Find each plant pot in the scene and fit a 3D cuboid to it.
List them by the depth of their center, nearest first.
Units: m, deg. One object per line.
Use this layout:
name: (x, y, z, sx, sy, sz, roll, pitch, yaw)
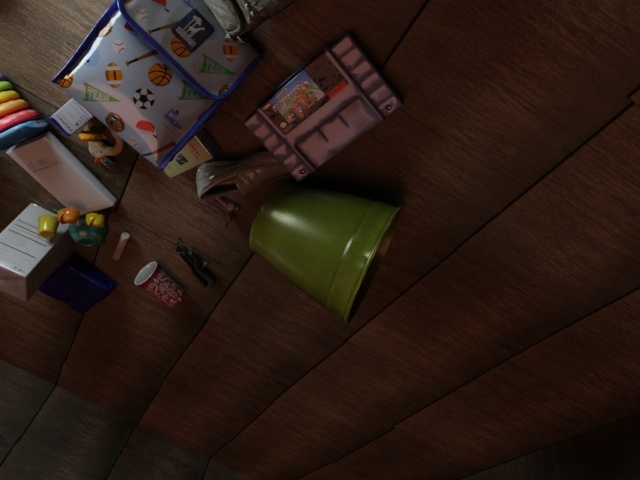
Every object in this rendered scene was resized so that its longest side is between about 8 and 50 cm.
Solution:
plant pot: (0.000, 0.000, 1.493, 0.353, 0.366, 0.366, 25, 136, 12)

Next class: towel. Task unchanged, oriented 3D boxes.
towel: (-1.023, 0.187, 2.179, 0.308, 0.076, 0.228, -29, 125, 36)

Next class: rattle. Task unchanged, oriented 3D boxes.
rattle: (-0.686, -0.270, 1.590, 0.130, 0.142, 0.199, 20, 132, -26)

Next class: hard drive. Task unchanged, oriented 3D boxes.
hard drive: (-0.865, -0.214, 1.739, 0.203, 0.040, 0.307, -11, 135, 27)

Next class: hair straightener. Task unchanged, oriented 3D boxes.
hair straightener: (-0.452, 0.078, 1.905, 0.089, 0.047, 0.230, -13, 122, 28)

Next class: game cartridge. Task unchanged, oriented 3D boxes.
game cartridge: (0.000, -0.328, 1.311, 0.355, 0.068, 0.230, -33, 120, 26)

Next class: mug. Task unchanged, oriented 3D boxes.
mug: (-0.622, 0.169, 2.019, 0.113, 0.150, 0.169, -40, 121, 2)

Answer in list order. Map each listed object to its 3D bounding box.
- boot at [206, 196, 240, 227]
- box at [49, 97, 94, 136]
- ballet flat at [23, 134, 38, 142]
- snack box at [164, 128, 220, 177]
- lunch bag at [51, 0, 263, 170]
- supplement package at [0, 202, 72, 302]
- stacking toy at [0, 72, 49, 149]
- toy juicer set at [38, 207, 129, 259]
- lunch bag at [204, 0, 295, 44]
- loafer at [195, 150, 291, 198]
boot: (-0.332, -0.104, 1.691, 0.114, 0.037, 0.106, 27, 121, -11)
box: (-0.684, -0.384, 1.486, 0.137, 0.126, 0.072, -20, 124, 33)
ballet flat: (-0.987, -0.365, 1.674, 0.173, 0.049, 0.057, 29, 112, -17)
snack box: (-0.463, -0.344, 1.494, 0.187, 0.060, 0.322, -17, 124, 30)
lunch bag: (-0.379, -0.420, 1.255, 0.385, 0.239, 0.328, -45, 110, 8)
supplement package: (-1.071, 0.042, 1.896, 0.175, 0.293, 0.177, 26, 134, -6)
stacking toy: (-0.976, -0.436, 1.540, 0.166, 0.175, 0.301, -24, 106, 8)
toy juicer set: (-0.825, -0.044, 1.881, 0.209, 0.089, 0.329, -28, 143, 30)
lunch bag: (-0.177, -0.594, 1.074, 0.256, 0.212, 0.305, -6, 131, 45)
loafer: (-0.211, -0.182, 1.500, 0.320, 0.111, 0.112, -9, 155, 18)
